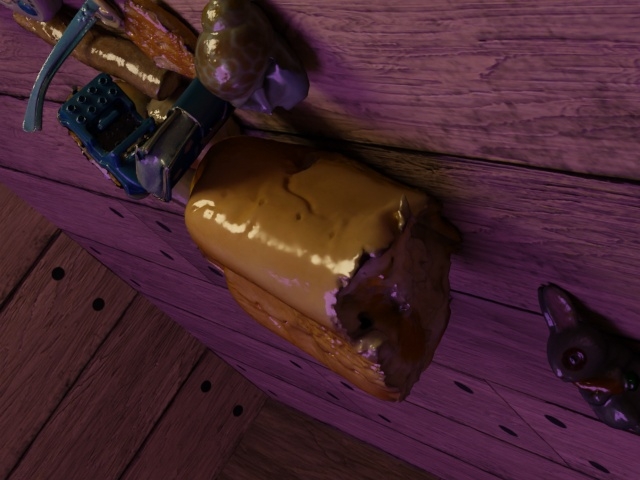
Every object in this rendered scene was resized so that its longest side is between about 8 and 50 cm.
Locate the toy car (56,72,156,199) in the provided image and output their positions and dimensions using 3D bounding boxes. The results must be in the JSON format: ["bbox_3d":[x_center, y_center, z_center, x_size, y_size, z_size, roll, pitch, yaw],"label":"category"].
[{"bbox_3d":[-0.293,-0.156,1.538,0.191,0.097,0.100,48,163,-8],"label":"toy car"}]

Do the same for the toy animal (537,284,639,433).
[{"bbox_3d":[0.372,0.172,1.469,0.236,0.108,0.138,35,165,-3],"label":"toy animal"}]

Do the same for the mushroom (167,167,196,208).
[{"bbox_3d":[-0.293,-0.130,1.935,0.247,0.096,0.108,35,165,-24],"label":"mushroom"}]

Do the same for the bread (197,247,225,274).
[{"bbox_3d":[-0.146,-0.021,1.886,0.107,0.136,0.241,32,164,5],"label":"bread"}]

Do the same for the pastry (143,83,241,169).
[{"bbox_3d":[-0.197,-0.172,1.613,0.165,0.088,0.166,30,164,9],"label":"pastry"}]

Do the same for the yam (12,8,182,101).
[{"bbox_3d":[-0.336,-0.289,1.573,0.299,0.066,0.066,28,164,20],"label":"yam"}]

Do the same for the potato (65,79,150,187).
[{"bbox_3d":[-0.299,-0.190,1.706,0.117,0.182,0.202,-33,93,38],"label":"potato"}]

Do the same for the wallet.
[{"bbox_3d":[-0.162,-0.153,1.372,0.059,0.202,0.141,33,161,5],"label":"wallet"}]

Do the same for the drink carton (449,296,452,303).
[{"bbox_3d":[0.085,0.097,1.828,0.161,0.108,0.271,39,164,-19],"label":"drink carton"}]

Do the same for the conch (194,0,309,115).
[{"bbox_3d":[-0.088,-0.214,1.240,0.173,0.106,0.116,22,154,-38],"label":"conch"}]

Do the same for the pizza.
[{"bbox_3d":[-0.208,-0.273,1.415,0.099,0.036,0.160,0,145,50],"label":"pizza"}]

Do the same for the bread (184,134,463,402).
[{"bbox_3d":[0.000,0.000,1.462,0.394,0.250,0.361,29,162,30],"label":"bread"}]

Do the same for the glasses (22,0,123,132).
[{"bbox_3d":[-0.334,-0.245,1.449,0.088,0.221,0.189,17,-178,-14],"label":"glasses"}]

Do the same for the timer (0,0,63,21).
[{"bbox_3d":[-0.455,-0.400,1.473,0.190,0.069,0.208,29,166,16],"label":"timer"}]
